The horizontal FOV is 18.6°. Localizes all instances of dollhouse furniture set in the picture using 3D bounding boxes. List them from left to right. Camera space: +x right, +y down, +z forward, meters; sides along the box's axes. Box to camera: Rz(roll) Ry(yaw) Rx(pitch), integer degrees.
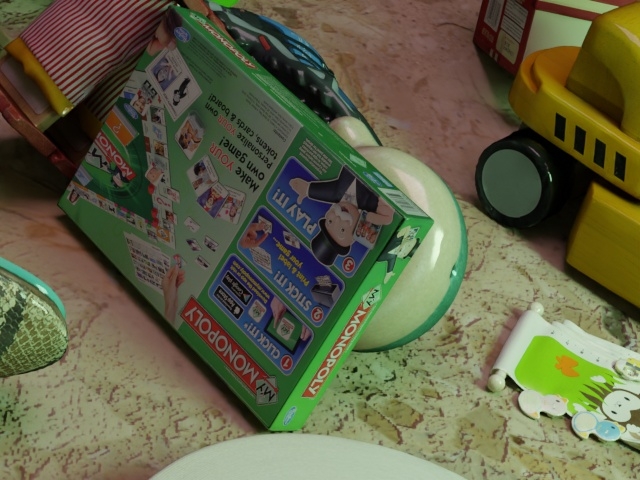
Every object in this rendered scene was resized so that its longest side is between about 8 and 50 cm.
[{"bbox_3d":[-0.270,-0.240,1.810,0.374,0.201,0.152,45,-2,33],"label":"dollhouse furniture set"}]

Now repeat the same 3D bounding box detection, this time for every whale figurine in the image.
[{"bbox_3d":[0.000,0.000,1.691,0.272,0.216,0.141,13,-9,26],"label":"whale figurine"}]

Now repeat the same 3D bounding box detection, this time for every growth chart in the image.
[{"bbox_3d":[0.270,0.134,1.764,0.237,0.021,0.172,21,33,1],"label":"growth chart"}]

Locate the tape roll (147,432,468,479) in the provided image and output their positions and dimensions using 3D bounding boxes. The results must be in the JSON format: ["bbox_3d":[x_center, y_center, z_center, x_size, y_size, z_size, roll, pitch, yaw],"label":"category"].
[{"bbox_3d":[0.030,0.286,1.351,0.392,0.072,0.392,14,32,-9],"label":"tape roll"}]

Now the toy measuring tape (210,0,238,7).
[{"bbox_3d":[-0.197,-0.243,1.998,0.121,0.121,0.330,32,44,19],"label":"toy measuring tape"}]

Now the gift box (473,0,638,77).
[{"bbox_3d":[0.334,-0.268,2.204,0.258,0.276,0.255,9,20,-12],"label":"gift box"}]

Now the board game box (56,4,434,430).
[{"bbox_3d":[-0.072,-0.023,1.624,0.046,0.213,0.317,6,31,-52],"label":"board game box"}]

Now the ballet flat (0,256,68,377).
[{"bbox_3d":[-0.430,0.022,1.419,0.482,0.164,0.182,28,52,-1],"label":"ballet flat"}]

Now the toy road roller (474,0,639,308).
[{"bbox_3d":[0.334,-0.089,1.927,0.329,0.241,0.202,36,35,24],"label":"toy road roller"}]

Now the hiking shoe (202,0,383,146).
[{"bbox_3d":[-0.014,-0.143,1.937,0.132,0.113,0.304,-6,45,-47],"label":"hiking shoe"}]
